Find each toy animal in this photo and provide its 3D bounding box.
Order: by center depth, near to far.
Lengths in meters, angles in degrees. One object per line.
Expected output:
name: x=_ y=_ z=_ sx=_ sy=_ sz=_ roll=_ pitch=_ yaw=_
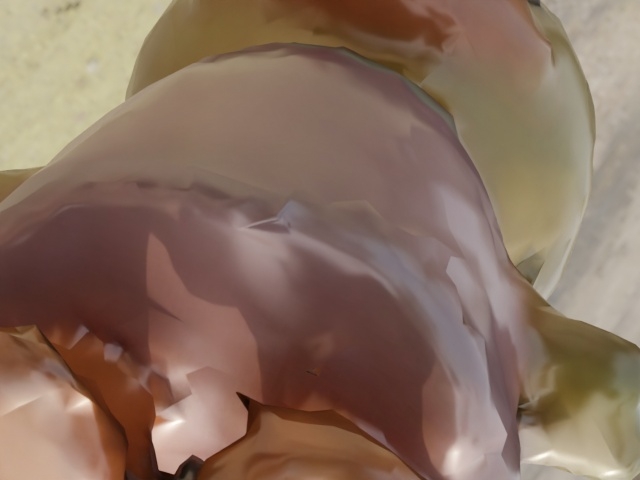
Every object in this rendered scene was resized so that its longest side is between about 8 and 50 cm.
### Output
toy animal: x=0.000 y=0.002 z=0.475 sx=0.281 sy=0.195 sz=0.169 roll=-68 pitch=172 yaw=-45
